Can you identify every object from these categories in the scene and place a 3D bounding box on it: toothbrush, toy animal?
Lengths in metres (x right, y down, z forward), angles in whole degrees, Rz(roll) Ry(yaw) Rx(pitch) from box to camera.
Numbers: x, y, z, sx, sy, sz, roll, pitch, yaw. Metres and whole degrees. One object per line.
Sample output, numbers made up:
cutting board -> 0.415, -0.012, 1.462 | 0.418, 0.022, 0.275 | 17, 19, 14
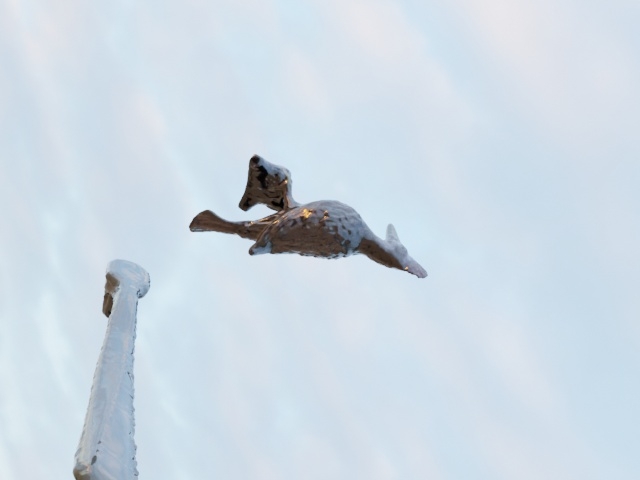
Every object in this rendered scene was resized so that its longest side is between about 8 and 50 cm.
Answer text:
toothbrush -> -0.109, 0.070, 0.764 | 0.297, 0.030, 0.030 | -107, -147, -71
toy animal -> -0.002, -0.009, 1.233 | 0.202, 0.105, 0.070 | 22, -40, 1
